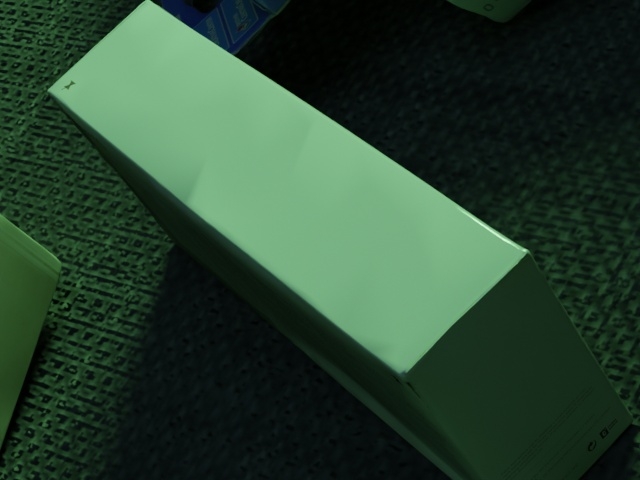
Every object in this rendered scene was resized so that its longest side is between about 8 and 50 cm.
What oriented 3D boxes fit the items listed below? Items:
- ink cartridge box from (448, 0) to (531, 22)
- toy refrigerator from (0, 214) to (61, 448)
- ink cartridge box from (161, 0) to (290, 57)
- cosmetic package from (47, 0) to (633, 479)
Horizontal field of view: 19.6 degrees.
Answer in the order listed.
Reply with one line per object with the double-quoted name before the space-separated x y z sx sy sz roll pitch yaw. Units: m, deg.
"ink cartridge box" 0.090 -0.231 0.765 0.189 0.066 0.232 -41 51 27
"toy refrigerator" -0.249 0.039 0.805 0.270 0.094 0.102 -3 60 34
"ink cartridge box" 0.014 -0.219 0.782 0.311 0.065 0.186 -49 27 16
"cosmetic package" 0.000 0.000 0.657 0.060 0.099 0.239 -46 43 -7
